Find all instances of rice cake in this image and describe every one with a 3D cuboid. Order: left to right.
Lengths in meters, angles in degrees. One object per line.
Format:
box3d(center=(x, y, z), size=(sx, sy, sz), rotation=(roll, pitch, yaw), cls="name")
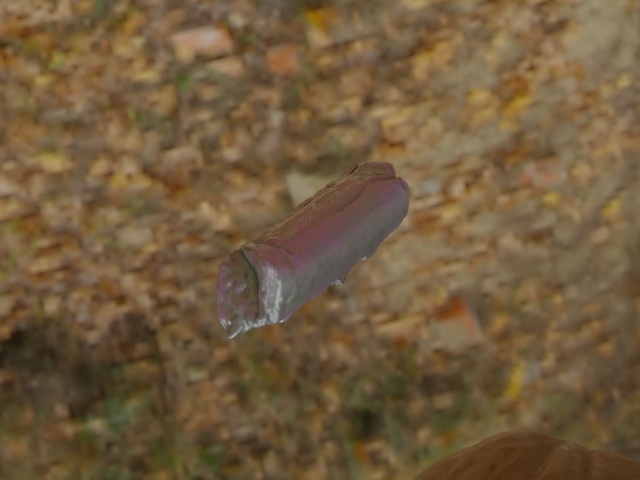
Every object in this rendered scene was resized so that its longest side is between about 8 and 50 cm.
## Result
box3d(center=(-0.001, 0.000, 1.148), size=(0.049, 0.055, 0.270), rotation=(-13, -172, 22), cls="rice cake")

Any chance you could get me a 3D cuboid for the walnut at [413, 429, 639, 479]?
box3d(center=(0.145, 0.282, 1.226), size=(0.277, 0.313, 0.252), rotation=(30, 142, -21), cls="walnut")
